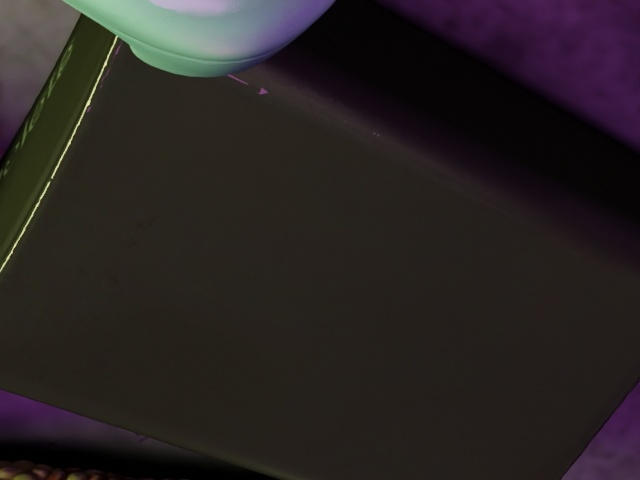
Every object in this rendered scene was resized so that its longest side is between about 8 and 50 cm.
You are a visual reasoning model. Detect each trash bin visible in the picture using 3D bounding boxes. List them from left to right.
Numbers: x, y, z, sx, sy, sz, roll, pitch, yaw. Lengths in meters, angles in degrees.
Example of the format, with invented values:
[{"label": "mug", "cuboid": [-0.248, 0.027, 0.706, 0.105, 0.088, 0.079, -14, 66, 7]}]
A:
[{"label": "trash bin", "cuboid": [0.000, 0.000, 0.612, 0.226, 0.115, 0.165, 24, 116, -18]}]

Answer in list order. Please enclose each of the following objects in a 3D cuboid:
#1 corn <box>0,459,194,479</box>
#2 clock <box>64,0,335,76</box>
[{"label": "corn", "cuboid": [-0.056, 0.141, 0.704, 0.253, 0.086, 0.086, 10, 119, -6]}, {"label": "clock", "cuboid": [-0.071, -0.197, 0.460, 0.274, 0.094, 0.223, 33, 84, -6]}]
